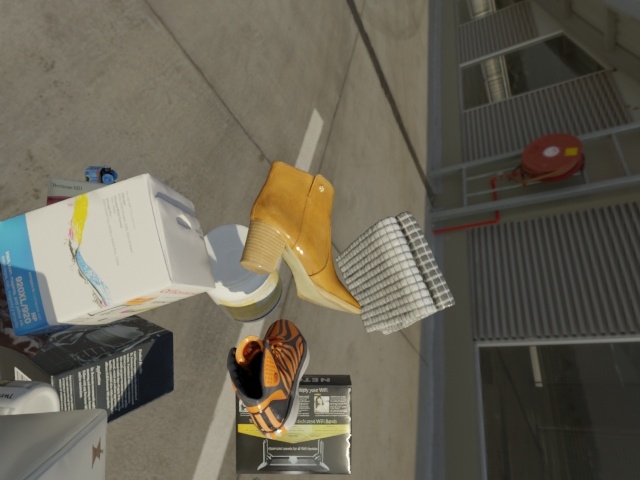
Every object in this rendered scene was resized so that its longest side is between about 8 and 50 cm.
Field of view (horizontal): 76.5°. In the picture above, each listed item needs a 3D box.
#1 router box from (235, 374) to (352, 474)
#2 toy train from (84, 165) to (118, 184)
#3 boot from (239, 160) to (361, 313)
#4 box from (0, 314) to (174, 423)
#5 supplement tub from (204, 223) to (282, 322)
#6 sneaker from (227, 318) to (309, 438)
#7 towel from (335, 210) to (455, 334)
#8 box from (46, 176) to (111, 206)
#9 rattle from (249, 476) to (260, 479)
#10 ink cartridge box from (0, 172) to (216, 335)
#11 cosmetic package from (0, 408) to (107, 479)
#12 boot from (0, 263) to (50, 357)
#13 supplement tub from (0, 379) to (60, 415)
[{"bbox_3d":[-0.071,0.491,1.092,0.081,0.309,0.242,-94,-175,-87],"label":"router box"},{"bbox_3d":[-0.834,-0.199,1.557,0.080,0.105,0.184,-110,-156,-62],"label":"toy train"},{"bbox_3d":[-0.001,0.000,0.755,0.295,0.104,0.211,33,66,-35],"label":"boot"},{"bbox_3d":[-0.943,0.509,1.659,0.472,0.480,0.297,-11,109,-55],"label":"box"},{"bbox_3d":[-0.265,0.117,1.355,0.331,0.241,0.241,83,12,-60],"label":"supplement tub"},{"bbox_3d":[-0.112,0.255,0.920,0.321,0.125,0.180,-96,164,-61],"label":"sneaker"},{"bbox_3d":[0.171,0.090,0.970,0.121,0.283,0.235,-17,75,-24],"label":"towel"},{"bbox_3d":[-0.587,-0.031,1.020,0.127,0.149,0.232,-158,-106,-81],"label":"box"},{"bbox_3d":[-0.109,0.425,0.630,0.200,0.130,0.142,-21,128,-55],"label":"rattle"},{"bbox_3d":[-0.315,0.028,0.629,0.171,0.233,0.168,56,16,-80],"label":"ink cartridge box"},{"bbox_3d":[-0.478,0.394,0.409,0.327,0.394,0.329,148,-59,-79],"label":"cosmetic package"},{"bbox_3d":[-0.693,0.125,0.934,0.207,0.090,0.248,37,72,-33],"label":"boot"},{"bbox_3d":[-0.828,0.431,0.967,0.193,0.316,0.193,2,90,-90],"label":"supplement tub"}]
